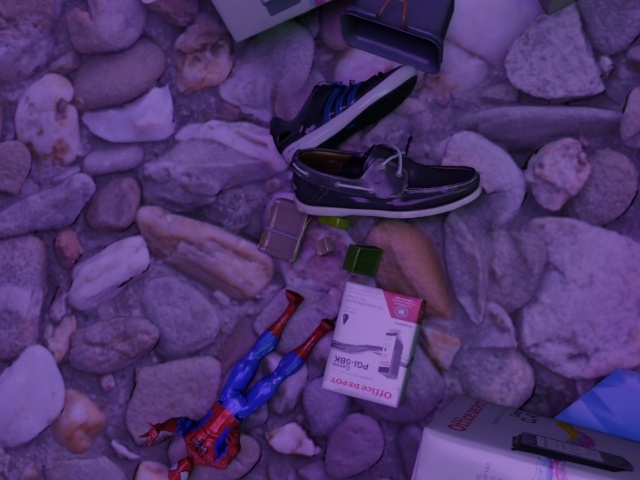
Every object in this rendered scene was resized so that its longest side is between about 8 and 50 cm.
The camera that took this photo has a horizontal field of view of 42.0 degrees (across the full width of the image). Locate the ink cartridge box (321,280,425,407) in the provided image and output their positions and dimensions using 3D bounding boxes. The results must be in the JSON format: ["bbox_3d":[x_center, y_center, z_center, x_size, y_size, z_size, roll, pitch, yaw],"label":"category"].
[{"bbox_3d":[0.065,0.127,1.015,0.099,0.056,0.135,12,85,11],"label":"ink cartridge box"}]

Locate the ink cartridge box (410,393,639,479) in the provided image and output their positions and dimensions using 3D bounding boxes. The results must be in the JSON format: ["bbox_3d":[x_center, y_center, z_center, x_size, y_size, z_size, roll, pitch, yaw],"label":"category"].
[{"bbox_3d":[0.258,0.269,0.851,0.306,0.226,0.131,13,93,19],"label":"ink cartridge box"}]

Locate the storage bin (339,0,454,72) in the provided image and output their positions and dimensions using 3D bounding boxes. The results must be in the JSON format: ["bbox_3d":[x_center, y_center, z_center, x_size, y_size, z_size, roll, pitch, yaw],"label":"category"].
[{"bbox_3d":[0.103,-0.287,1.044,0.135,0.098,0.091,21,77,13],"label":"storage bin"}]

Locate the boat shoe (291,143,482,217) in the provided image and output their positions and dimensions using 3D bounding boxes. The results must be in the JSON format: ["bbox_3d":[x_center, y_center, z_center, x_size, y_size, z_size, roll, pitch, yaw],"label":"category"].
[{"bbox_3d":[0.079,-0.076,1.011,0.233,0.084,0.079,1,122,7],"label":"boat shoe"}]

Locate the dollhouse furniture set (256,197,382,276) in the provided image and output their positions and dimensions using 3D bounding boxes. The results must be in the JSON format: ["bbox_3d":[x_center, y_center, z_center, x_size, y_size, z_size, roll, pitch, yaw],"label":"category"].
[{"bbox_3d":[0.000,0.000,1.061,0.151,0.058,0.076,20,95,32],"label":"dollhouse furniture set"}]

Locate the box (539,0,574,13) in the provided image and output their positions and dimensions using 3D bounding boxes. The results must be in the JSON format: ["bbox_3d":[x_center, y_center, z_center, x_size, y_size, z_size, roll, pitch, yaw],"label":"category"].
[{"bbox_3d":[0.286,-0.363,0.918,0.113,0.275,0.094,-27,79,6],"label":"box"}]

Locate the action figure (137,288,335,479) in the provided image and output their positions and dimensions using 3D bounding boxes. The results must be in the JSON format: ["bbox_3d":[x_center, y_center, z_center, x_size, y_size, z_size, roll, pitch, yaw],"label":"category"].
[{"bbox_3d":[-0.106,0.190,1.005,0.091,0.139,0.280,38,94,14],"label":"action figure"}]

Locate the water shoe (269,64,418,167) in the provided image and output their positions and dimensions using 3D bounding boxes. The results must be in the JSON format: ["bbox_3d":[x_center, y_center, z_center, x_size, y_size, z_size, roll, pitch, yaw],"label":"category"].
[{"bbox_3d":[0.025,-0.175,1.051,0.203,0.073,0.080,-34,76,5],"label":"water shoe"}]

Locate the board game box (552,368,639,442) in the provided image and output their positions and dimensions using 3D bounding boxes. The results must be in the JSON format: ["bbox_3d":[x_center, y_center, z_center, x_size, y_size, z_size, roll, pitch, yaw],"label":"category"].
[{"bbox_3d":[0.344,0.233,0.959,0.168,0.033,0.133,-43,76,14],"label":"board game box"}]

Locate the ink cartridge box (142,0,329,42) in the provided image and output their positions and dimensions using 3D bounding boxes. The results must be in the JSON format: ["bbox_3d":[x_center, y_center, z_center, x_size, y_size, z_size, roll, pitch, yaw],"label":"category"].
[{"bbox_3d":[-0.054,-0.391,1.041,0.353,0.119,0.207,-21,58,8],"label":"ink cartridge box"}]
